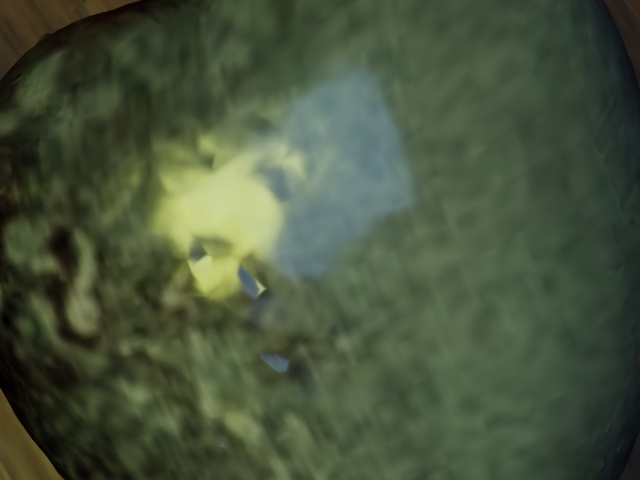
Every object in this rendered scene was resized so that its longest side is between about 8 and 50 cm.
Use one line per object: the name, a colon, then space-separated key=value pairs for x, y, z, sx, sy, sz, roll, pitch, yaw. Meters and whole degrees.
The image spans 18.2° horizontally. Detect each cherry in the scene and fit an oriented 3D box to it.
cherry: x=0.000 y=0.000 z=0.722 sx=0.255 sy=0.218 sz=0.296 roll=-25 pitch=94 yaw=-9
